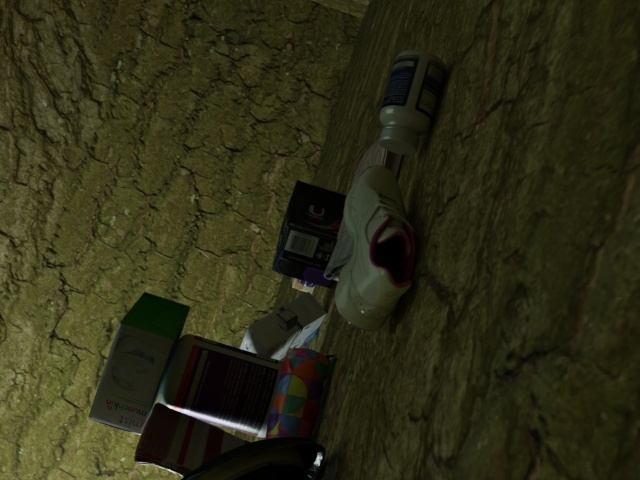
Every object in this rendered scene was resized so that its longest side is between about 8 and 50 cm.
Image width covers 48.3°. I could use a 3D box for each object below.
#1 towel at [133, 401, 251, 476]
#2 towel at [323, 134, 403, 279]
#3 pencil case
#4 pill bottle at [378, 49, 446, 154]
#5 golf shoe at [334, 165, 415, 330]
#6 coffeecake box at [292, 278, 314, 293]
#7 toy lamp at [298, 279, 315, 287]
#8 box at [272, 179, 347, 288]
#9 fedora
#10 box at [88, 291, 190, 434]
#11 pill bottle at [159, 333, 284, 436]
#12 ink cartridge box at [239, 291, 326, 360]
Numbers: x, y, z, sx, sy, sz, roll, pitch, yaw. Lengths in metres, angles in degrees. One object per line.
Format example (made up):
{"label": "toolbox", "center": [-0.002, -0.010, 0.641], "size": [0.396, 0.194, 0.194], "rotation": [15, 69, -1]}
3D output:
{"label": "towel", "center": [-0.211, 0.450, 1.470], "size": [0.037, 0.329, 0.237], "rotation": [-64, 7, 7]}
{"label": "towel", "center": [0.094, -0.074, 1.569], "size": [0.332, 0.054, 0.316], "rotation": [138, 149, -76]}
{"label": "pencil case", "center": [-0.044, 0.332, 1.446], "size": [0.104, 0.105, 0.236], "rotation": [121, 167, -65]}
{"label": "pill bottle", "center": [0.159, -0.244, 1.275], "size": [0.094, 0.094, 0.169], "rotation": [136, 151, -77]}
{"label": "golf shoe", "center": [0.105, -0.011, 1.126], "size": [0.140, 0.115, 0.306], "rotation": [-48, 29, 49]}
{"label": "coffeecake box", "center": [-0.036, 0.067, 2.235], "size": [0.185, 0.068, 0.142], "rotation": [-101, 30, -76]}
{"label": "toy lamp", "center": [0.000, 0.000, 2.059], "size": [0.080, 0.080, 0.274], "rotation": [-141, 68, -83]}
{"label": "box", "center": [-0.017, -0.022, 1.867], "size": [0.270, 0.165, 0.143], "rotation": [-84, 13, -60]}
{"label": "fedora", "center": [-0.112, 0.463, 1.172], "size": [0.152, 0.334, 0.334], "rotation": [64, 147, 34]}
{"label": "box", "center": [-0.405, 0.268, 1.614], "size": [0.262, 0.127, 0.231], "rotation": [-106, 35, -80]}
{"label": "pill bottle", "center": [-0.193, 0.342, 1.645], "size": [0.181, 0.323, 0.181], "rotation": [-162, 90, -84]}
{"label": "ink cartridge box", "center": [-0.094, 0.229, 1.779], "size": [0.191, 0.082, 0.139], "rotation": [-30, -22, -34]}
